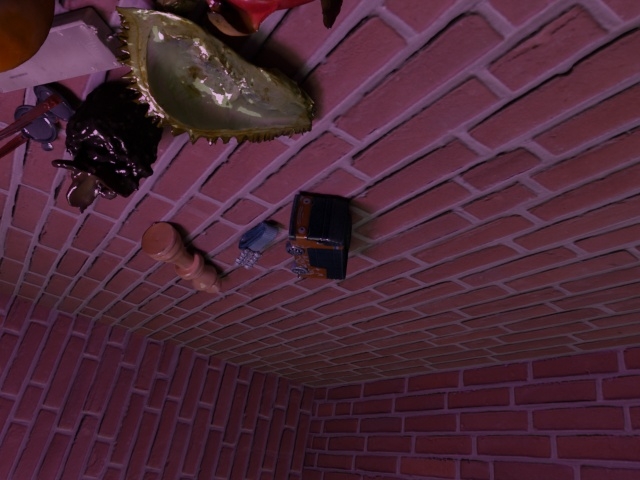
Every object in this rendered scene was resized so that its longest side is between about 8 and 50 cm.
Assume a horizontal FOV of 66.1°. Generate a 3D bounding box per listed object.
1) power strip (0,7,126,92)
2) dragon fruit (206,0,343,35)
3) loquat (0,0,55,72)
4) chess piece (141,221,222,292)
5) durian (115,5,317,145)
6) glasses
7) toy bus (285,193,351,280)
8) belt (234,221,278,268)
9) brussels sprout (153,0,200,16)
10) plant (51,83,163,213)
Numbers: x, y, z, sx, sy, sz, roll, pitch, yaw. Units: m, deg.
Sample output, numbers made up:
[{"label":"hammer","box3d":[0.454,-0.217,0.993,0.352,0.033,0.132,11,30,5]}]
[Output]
[{"label":"power strip","box3d":[-0.520,-0.352,0.928,0.367,0.043,0.106,-2,151,22]},{"label":"dragon fruit","box3d":[-0.060,-0.380,0.557,0.290,0.189,0.291,8,153,4]},{"label":"loquat","box3d":[-0.521,-0.372,0.699,0.263,0.263,0.263,8,153,4]},{"label":"chess piece","box3d":[-0.442,0.081,1.660,0.117,0.117,0.397,0,153,18]},{"label":"durian","box3d":[-0.180,-0.281,0.888,0.394,0.163,0.198,19,126,-28]},{"label":"glasses","box3d":[-0.657,-0.200,1.037,0.234,0.268,0.118,-15,125,42]},{"label":"toy bus","box3d":[0.000,0.000,1.321,0.167,0.139,0.275,5,154,7]},{"label":"belt","box3d":[-0.188,0.008,1.445,0.065,0.100,0.179,20,149,-27]},{"label":"brussels sprout","box3d":[-0.237,-0.378,0.772,0.085,0.058,0.085,23,162,8]},{"label":"plant","box3d":[-0.435,-0.193,1.012,0.204,0.234,0.178,-5,144,38]}]
